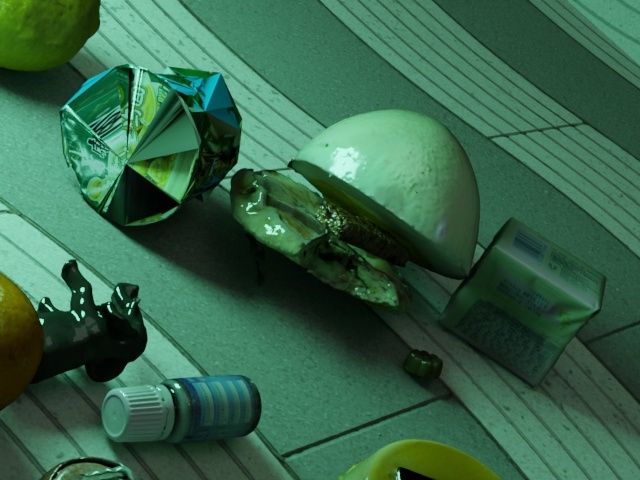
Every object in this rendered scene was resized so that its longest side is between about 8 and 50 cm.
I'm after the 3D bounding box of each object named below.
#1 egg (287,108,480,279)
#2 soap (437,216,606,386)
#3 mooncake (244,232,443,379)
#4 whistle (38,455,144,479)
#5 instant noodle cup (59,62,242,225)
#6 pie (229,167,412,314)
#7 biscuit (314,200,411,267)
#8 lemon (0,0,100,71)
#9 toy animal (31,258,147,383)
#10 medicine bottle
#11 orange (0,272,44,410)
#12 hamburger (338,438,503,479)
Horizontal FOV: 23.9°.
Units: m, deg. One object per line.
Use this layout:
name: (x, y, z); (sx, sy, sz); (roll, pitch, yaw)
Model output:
egg: (0.133, -0.103, 2.383); (0.337, 0.201, 0.337); (32, -6, 4)
soap: (0.323, 0.097, 2.407); (0.199, 0.182, 0.138); (33, 29, 1)
mooncake: (0.025, 0.108, 2.259); (0.347, 0.057, 0.150); (30, 7, -20)
whistle: (-0.303, 0.309, 1.602); (0.346, 0.133, 0.142); (-5, 55, -35)
instant noodle cup: (-0.236, -0.147, 2.224); (0.240, 0.240, 0.178); (40, 23, 12)
pie: (0.000, 0.000, 2.300); (0.337, 0.075, 0.337); (35, 11, -8)
biscuit: (0.065, -0.008, 2.247); (0.064, 0.034, 0.199); (45, 12, 34)
lemon: (-0.462, -0.375, 2.317); (0.288, 0.233, 0.233); (16, 34, -38)
toy animal: (-0.317, 0.112, 1.894); (0.245, 0.114, 0.146); (-23, 52, -30)
medicine bottle: (-0.173, 0.213, 1.889); (0.203, 0.083, 0.083); (-1, 44, -43)
orange: (-0.424, 0.118, 1.707); (0.224, 0.170, 0.224); (21, 30, -13)
hamburger: (0.131, 0.385, 1.831); (0.300, 0.176, 0.300); (24, 32, -17)
